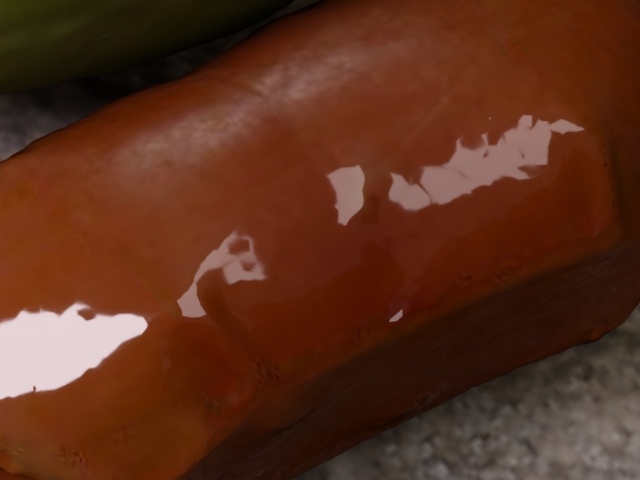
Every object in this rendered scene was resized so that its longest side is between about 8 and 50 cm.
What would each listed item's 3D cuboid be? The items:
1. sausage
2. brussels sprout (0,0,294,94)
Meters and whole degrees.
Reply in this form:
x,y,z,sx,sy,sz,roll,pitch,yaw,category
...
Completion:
x,y,z,sx,sy,sz,roll,pitch,yaw,category
-0.001,-0.002,0.527,0.258,0.133,0.133,-26,73,-17,sausage
-0.108,-0.173,0.518,0.317,0.242,0.273,25,52,14,brussels sprout
